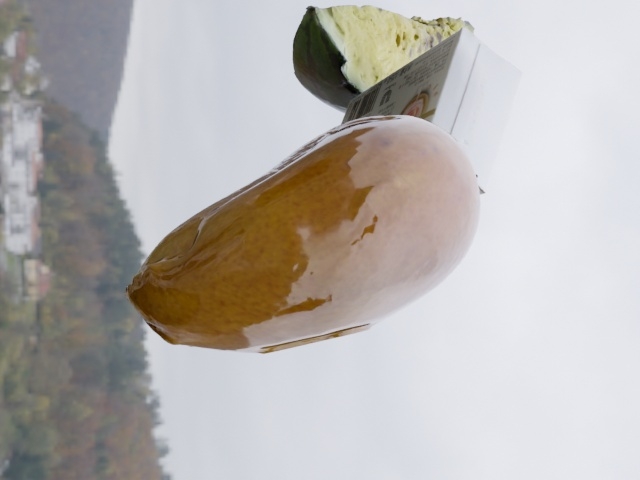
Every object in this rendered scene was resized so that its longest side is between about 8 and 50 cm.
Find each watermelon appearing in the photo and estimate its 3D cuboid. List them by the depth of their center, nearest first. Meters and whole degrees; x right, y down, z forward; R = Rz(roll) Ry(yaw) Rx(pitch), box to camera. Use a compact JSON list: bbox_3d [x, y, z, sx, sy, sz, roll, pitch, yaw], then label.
[{"bbox_3d":[0.069,-0.197,1.154,0.123,0.301,0.129,24,-71,34],"label":"watermelon"}]

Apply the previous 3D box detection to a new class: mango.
[{"bbox_3d":[0.003,0.003,0.441,0.084,0.159,0.105,58,-26,-5],"label":"mango"}]

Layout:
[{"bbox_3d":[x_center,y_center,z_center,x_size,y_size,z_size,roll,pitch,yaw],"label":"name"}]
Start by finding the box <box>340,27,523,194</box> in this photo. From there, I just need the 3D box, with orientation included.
[{"bbox_3d":[0.085,-0.093,0.972,0.199,0.081,0.135,-25,-141,59],"label":"box"}]
